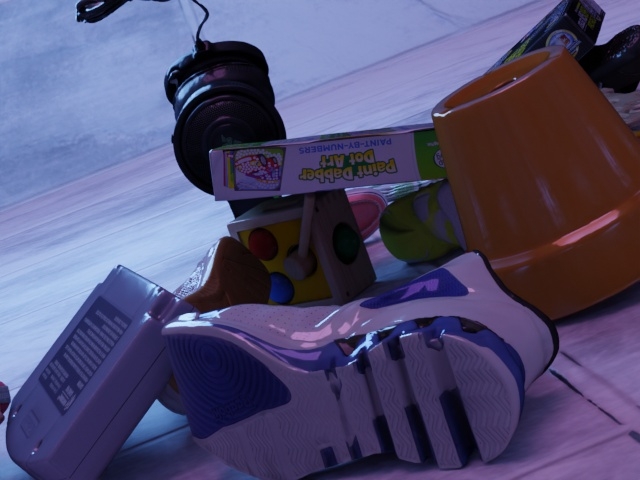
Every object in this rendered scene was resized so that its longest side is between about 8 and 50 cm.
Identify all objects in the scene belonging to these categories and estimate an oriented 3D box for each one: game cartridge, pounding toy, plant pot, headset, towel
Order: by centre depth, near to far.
[{"bbox_3d":[0.193,-0.057,1.424,0.205,0.188,0.205,-27,12,6],"label":"plant pot"},{"bbox_3d":[-0.198,0.121,1.455,0.198,0.062,0.297,-58,16,-4],"label":"game cartridge"},{"bbox_3d":[-0.018,0.006,1.699,0.141,0.130,0.100,-11,15,37],"label":"pounding toy"},{"bbox_3d":[-0.140,-0.144,1.957,0.185,0.394,0.243,-19,33,2],"label":"headset"},{"bbox_3d":[0.142,-0.087,2.117,0.152,0.023,0.113,-14,14,29],"label":"towel"}]

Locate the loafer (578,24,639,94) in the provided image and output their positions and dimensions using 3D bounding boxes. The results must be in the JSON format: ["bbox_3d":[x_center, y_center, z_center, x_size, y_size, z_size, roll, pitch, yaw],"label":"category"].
[{"bbox_3d":[0.382,-0.215,2.200,0.080,0.078,0.220,-56,13,-19],"label":"loafer"}]

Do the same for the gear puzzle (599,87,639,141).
[{"bbox_3d":[0.333,-0.125,1.939,0.175,0.044,0.339,-22,14,-16],"label":"gear puzzle"}]

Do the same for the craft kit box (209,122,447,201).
[{"bbox_3d":[0.020,-0.082,1.664,0.247,0.061,0.250,-3,4,1],"label":"craft kit box"}]

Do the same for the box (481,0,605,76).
[{"bbox_3d":[0.287,-0.238,2.266,0.216,0.060,0.270,-43,4,21],"label":"box"}]

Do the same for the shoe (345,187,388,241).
[{"bbox_3d":[0.000,0.000,1.879,0.178,0.063,0.081,-26,13,1],"label":"shoe"}]

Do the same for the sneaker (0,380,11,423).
[{"bbox_3d":[-0.340,0.138,1.498,0.136,0.116,0.314,-7,-4,-27],"label":"sneaker"}]

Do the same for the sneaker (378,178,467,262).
[{"bbox_3d":[0.166,-0.039,1.692,0.126,0.091,0.240,-27,13,-32],"label":"sneaker"}]

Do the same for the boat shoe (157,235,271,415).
[{"bbox_3d":[-0.117,0.097,1.581,0.096,0.098,0.277,-41,11,24],"label":"boat shoe"}]

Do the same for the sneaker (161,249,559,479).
[{"bbox_3d":[0.051,0.092,1.259,0.315,0.127,0.182,-3,16,37],"label":"sneaker"}]
